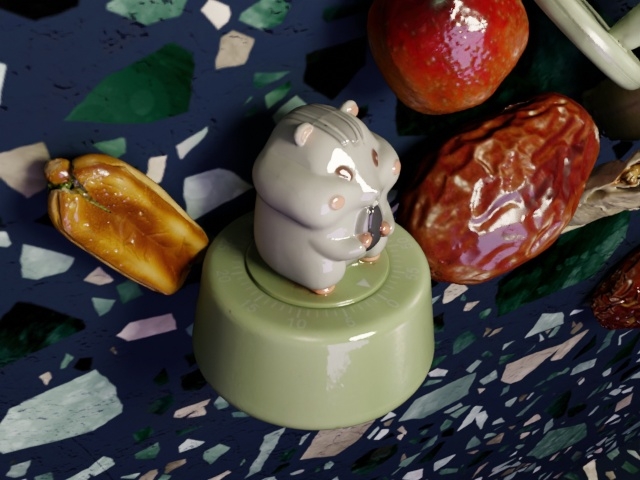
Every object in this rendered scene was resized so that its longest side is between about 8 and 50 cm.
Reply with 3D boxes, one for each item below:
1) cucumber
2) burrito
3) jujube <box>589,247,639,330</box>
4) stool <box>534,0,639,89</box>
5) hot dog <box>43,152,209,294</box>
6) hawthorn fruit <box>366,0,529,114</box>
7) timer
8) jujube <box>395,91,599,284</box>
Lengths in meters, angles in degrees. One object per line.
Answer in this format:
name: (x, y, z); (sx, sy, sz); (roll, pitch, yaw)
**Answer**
cucumber: (0.434, -0.193, 0.971); (0.145, 0.105, 0.325); (-36, 180, 1)
burrito: (0.370, -0.056, 1.118); (0.117, 0.076, 0.392); (-19, 175, -25)
jujube: (0.641, 0.094, 1.591); (0.236, 0.168, 0.168); (-34, 149, 32)
stool: (0.322, -0.287, 0.813); (0.199, 0.195, 0.195); (-46, 173, 27)
hot dog: (-0.202, -0.017, 0.863); (0.100, 0.068, 0.249); (-53, 151, -8)
hawthorn fruit: (0.112, -0.222, 0.800); (0.157, 0.157, 0.194); (-39, 127, 10)
timer: (0.000, 0.000, 0.887); (0.290, 0.291, 0.315); (-15, 132, -23)
jujube: (0.223, -0.069, 1.031); (0.290, 0.197, 0.197); (-40, 147, -11)
